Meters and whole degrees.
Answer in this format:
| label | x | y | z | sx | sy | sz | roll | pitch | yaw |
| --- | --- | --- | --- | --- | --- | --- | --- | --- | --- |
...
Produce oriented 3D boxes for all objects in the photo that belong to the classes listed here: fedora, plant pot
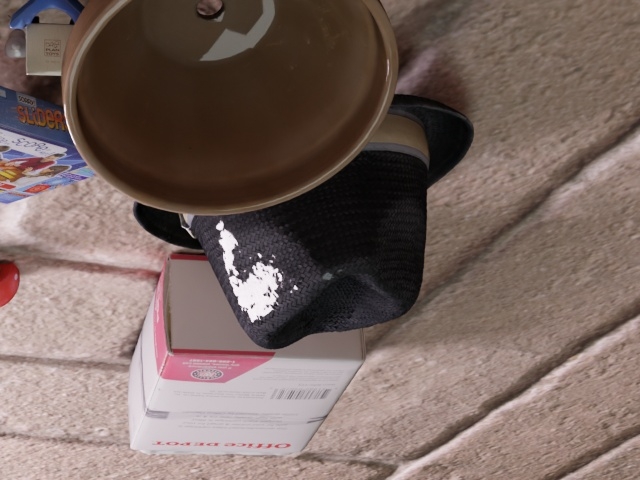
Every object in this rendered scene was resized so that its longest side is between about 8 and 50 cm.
| label | x | y | z | sx | sy | sz | roll | pitch | yaw |
| --- | --- | --- | --- | --- | --- | --- | --- | --- | --- |
| fedora | 0.000 | 0.000 | 1.396 | 0.334 | 0.152 | 0.334 | -13 | 165 | -4 |
| plant pot | -0.070 | -0.139 | 1.176 | 0.237 | 0.109 | 0.237 | -8 | 134 | -9 |

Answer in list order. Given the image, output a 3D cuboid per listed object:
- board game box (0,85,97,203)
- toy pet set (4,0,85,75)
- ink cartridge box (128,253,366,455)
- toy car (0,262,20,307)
| label | x | y | z | sx | sy | sz | roll | pitch | yaw |
| --- | --- | --- | --- | --- | --- | --- | --- | --- | --- |
| board game box | -0.264 | -0.076 | 1.343 | 0.136 | 0.035 | 0.201 | -15 | 167 | 22 |
| toy pet set | -0.207 | -0.165 | 1.216 | 0.122 | 0.065 | 0.114 | 1 | -163 | -7 |
| ink cartridge box | -0.089 | 0.129 | 1.753 | 0.207 | 0.117 | 0.283 | 3 | 153 | -14 |
| toy car | -0.445 | 0.077 | 1.625 | 0.239 | 0.053 | 0.225 | 16 | 139 | -39 |
